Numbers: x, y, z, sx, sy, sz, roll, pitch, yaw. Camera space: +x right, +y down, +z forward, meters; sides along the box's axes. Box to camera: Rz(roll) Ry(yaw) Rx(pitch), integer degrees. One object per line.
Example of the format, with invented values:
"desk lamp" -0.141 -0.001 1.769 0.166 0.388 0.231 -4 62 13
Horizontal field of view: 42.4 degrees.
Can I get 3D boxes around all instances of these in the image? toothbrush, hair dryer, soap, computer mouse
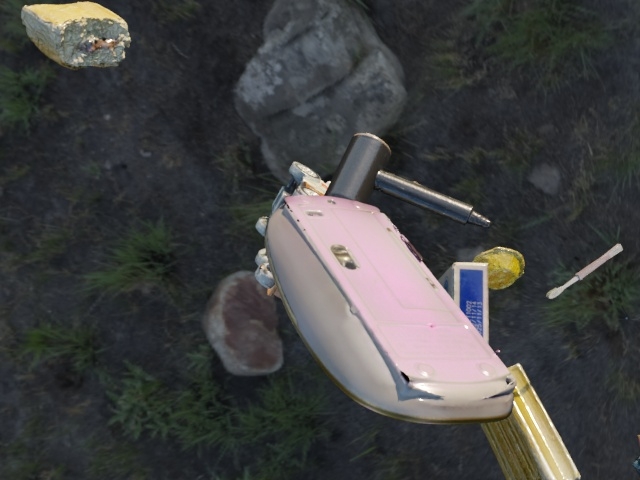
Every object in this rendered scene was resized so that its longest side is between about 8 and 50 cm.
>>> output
"toothbrush" 0.529 0.063 1.654 0.194 0.017 0.014 -32 104 -11
"hair dryer" 0.136 -0.060 1.264 0.255 0.070 0.128 24 69 12
"soap" 0.428 0.421 1.748 0.089 0.173 0.274 -9 52 -17
"computer mouse" 0.053 0.062 0.754 0.310 0.158 0.072 56 133 47

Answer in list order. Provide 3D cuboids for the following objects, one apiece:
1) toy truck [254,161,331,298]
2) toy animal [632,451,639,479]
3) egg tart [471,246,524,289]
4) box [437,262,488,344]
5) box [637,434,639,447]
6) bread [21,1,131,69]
"toy truck" 0.000 0.000 1.592 0.206 0.387 0.173 28 107 -14
"toy animal" 0.604 0.444 1.321 0.079 0.070 0.253 -33 47 -29
"egg tart" 0.325 0.057 1.513 0.105 0.105 0.039 -20 42 17
"box" 0.234 0.171 1.487 0.065 0.343 0.200 4 76 -2
"box" 0.568 0.340 1.353 0.082 0.023 0.052 -19 66 35
"bread" -0.337 -0.283 1.142 0.106 0.125 0.082 27 121 37
